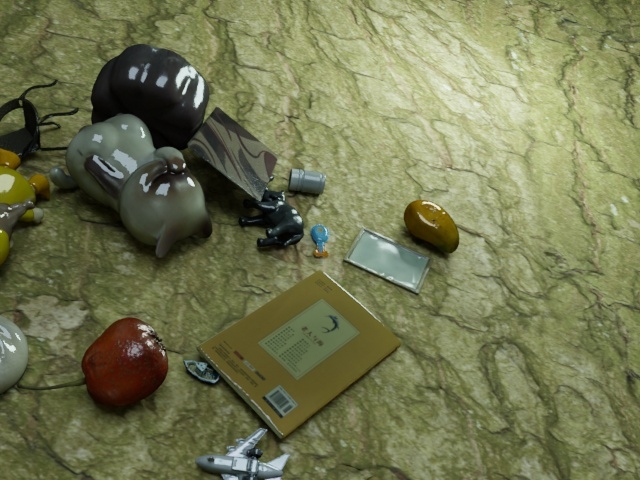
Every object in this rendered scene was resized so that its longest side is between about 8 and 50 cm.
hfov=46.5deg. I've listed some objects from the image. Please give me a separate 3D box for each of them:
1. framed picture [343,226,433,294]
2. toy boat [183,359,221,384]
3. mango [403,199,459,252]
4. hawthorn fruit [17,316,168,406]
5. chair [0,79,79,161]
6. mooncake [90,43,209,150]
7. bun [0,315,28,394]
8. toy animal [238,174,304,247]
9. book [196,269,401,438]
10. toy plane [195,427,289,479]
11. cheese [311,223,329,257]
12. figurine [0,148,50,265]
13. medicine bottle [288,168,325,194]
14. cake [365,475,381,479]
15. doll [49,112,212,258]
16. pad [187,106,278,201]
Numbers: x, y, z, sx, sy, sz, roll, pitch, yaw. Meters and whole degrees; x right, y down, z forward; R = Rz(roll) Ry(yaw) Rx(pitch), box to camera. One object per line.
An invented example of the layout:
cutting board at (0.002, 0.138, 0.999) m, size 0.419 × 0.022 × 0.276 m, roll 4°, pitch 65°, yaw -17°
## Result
framed picture at (0.171, 0.048, 1.859) m, size 0.201 × 0.010 × 0.136 m, roll 25°, pitch 45°, yaw 7°
toy boat at (-0.242, 0.264, 1.515) m, size 0.083 × 0.038 × 0.038 m, roll 23°, pitch 46°, yaw 5°
mango at (0.291, -0.041, 1.922) m, size 0.165 × 0.089 × 0.115 m, roll 29°, pitch 48°, yaw 8°
hawthorn fruit at (-0.430, 0.255, 1.411) m, size 0.285 × 0.165 × 0.165 m, roll -20°, pitch 54°, yaw -10°
chair at (-0.712, -0.273, 1.820) m, size 0.213 × 0.149 × 0.174 m, roll -26°, pitch 60°, yaw -29°
mooncake at (-0.428, -0.334, 1.852) m, size 0.306 × 0.306 × 0.154 m, roll 13°, pitch 53°, yaw -4°
bun at (-0.641, 0.207, 1.397) m, size 0.172 × 0.120 × 0.173 m, roll 7°, pitch 46°, yaw -7°
toy animal at (-0.130, -0.073, 1.840) m, size 0.137 × 0.082 × 0.269 m, roll -8°, pitch 44°, yaw -26°
book at (-0.037, 0.226, 1.600) m, size 0.269 × 0.032 × 0.389 m, roll 42°, pitch 47°, yaw 22°
toy plane at (-0.146, 0.420, 1.379) m, size 0.171 × 0.065 × 0.162 m, roll 14°, pitch 56°, yaw -10°
cheese at (0.000, -0.001, 1.850) m, size 0.047 × 0.017 × 0.111 m, roll 5°, pitch 46°, yaw -8°
figurine at (-0.729, -0.066, 1.599) m, size 0.215 × 0.187 × 0.344 m, roll 28°, pitch 38°, yaw -7°
medicine bottle at (-0.036, -0.155, 1.956) m, size 0.091 × 0.058 × 0.058 m, roll 9°, pitch 46°, yaw -9°
cake at (0.041, 0.580, 1.148) m, size 0.321 × 0.332 × 0.332 m, roll -33°, pitch 58°, yaw -3°
doll at (-0.425, -0.142, 1.719) m, size 0.370 × 0.226 × 0.215 m, roll 32°, pitch 27°, yaw 17°
pad at (-0.210, -0.225, 1.876) m, size 0.220 × 0.004 × 0.330 m, roll 38°, pitch 23°, yaw -13°
